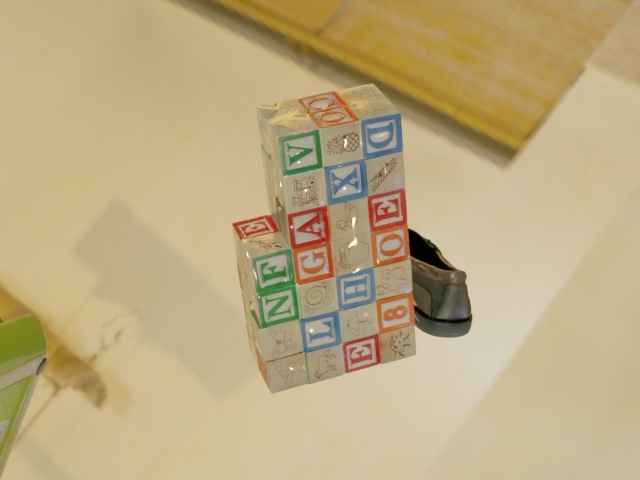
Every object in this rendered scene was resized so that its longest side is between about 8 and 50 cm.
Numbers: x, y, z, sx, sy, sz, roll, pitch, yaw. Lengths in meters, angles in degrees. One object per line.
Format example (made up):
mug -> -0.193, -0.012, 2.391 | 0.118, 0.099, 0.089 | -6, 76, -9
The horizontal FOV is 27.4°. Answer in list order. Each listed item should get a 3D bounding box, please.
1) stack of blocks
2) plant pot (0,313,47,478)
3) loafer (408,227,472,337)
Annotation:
stack of blocks -> 0.000, 0.000, 1.383 | 0.087, 0.171, 0.297 | -123, 24, -57
plant pot -> -0.377, 0.136, 1.125 | 0.207, 0.228, 0.227 | 25, -169, 8
loafer -> 0.119, 0.024, 1.604 | 0.096, 0.084, 0.267 | -3, -155, -20
